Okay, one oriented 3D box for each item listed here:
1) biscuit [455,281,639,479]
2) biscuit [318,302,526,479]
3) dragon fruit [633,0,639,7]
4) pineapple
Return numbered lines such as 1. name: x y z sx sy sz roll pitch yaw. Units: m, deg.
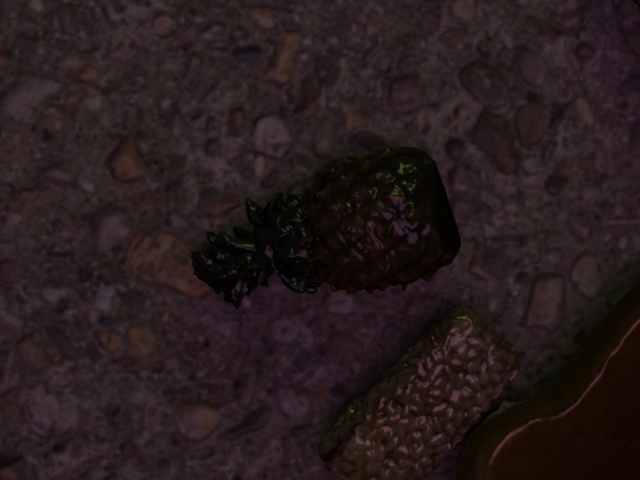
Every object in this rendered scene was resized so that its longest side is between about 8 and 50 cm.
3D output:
1. biscuit: 0.260 0.161 1.476 0.343 0.057 0.287 -15 111 -10
2. biscuit: 0.073 0.123 1.459 0.082 0.070 0.168 40 96 -8
3. dragon fruit: 0.252 -0.254 1.366 0.166 0.160 0.172 -17 89 -38
4. pineapple: 0.000 0.000 1.421 0.197 0.108 0.108 -17 102 9
